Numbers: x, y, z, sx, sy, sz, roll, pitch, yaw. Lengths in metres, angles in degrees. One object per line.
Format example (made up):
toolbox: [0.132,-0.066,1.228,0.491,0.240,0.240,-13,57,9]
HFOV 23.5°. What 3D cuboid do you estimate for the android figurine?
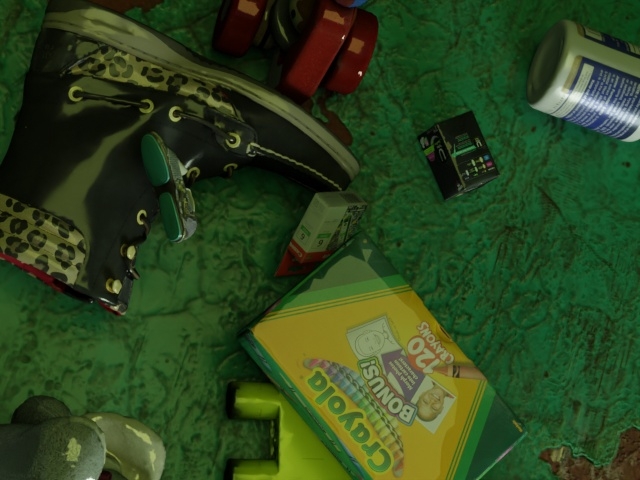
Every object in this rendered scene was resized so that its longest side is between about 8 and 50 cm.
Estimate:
android figurine: [0.032,0.219,1.673,0.272,0.056,0.248,5,78,-14]

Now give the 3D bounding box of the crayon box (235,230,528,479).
crayon box: [0.063,0.151,1.620,0.165,0.081,0.278,-40,92,-17]

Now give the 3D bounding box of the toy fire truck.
toy fire truck: [0.009,-0.301,1.661,0.169,0.254,0.302,19,74,-12]

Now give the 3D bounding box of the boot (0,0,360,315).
boot: [-0.168,-0.055,1.624,0.377,0.138,0.284,28,78,-21]

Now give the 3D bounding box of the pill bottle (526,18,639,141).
pill bottle: [0.348,-0.180,1.815,0.186,0.112,0.112,19,75,-12]

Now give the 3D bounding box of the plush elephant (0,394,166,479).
plush elephant: [-0.249,0.284,1.483,0.255,0.330,0.272,15,88,-38]

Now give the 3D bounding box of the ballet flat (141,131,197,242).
ballet flat: [-0.150,-0.056,1.548,0.041,0.041,0.114,-16,93,-19]

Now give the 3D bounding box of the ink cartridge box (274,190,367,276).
ink cartridge box: [0.000,0.000,1.669,0.063,0.115,0.029,-5,41,-47]

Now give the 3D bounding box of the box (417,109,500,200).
box: [0.159,-0.097,1.767,0.052,0.062,0.083,-22,87,-21]
